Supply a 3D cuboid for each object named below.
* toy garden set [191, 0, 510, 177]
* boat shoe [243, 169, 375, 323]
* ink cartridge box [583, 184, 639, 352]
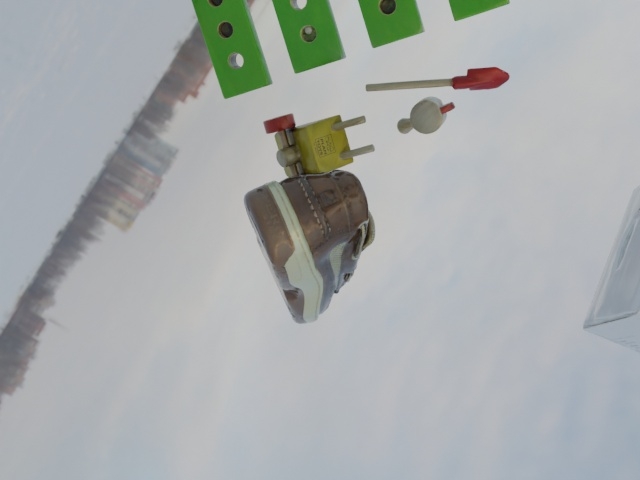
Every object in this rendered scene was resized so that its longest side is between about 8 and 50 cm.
[{"bbox_3d":[0.034,-0.160,0.677,0.244,0.204,0.049,-14,-169,19],"label":"toy garden set"},{"bbox_3d":[0.003,0.007,0.682,0.095,0.095,0.257,-25,171,-5],"label":"boat shoe"},{"bbox_3d":[0.472,0.054,0.911,0.197,0.270,0.198,82,31,-80],"label":"ink cartridge box"}]
